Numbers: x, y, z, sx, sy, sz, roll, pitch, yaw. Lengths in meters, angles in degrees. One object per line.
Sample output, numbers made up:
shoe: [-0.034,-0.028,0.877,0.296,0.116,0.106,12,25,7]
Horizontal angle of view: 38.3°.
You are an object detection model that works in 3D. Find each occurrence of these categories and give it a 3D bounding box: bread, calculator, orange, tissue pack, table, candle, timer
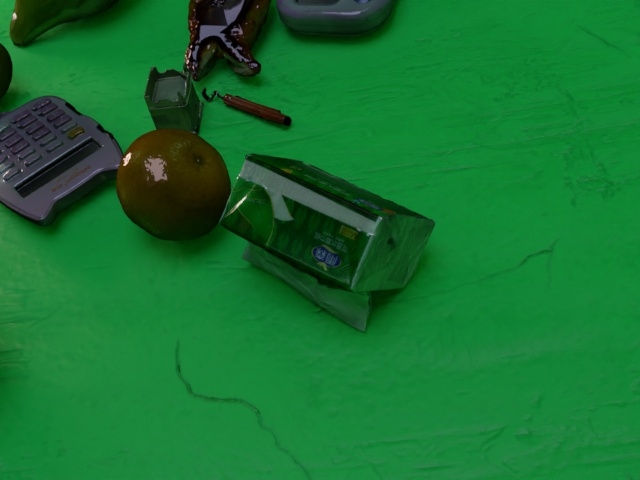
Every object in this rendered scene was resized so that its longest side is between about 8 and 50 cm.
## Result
bread: [-0.147,-0.360,1.504,0.139,0.095,0.269,-2,64,13]
calculator: [-0.422,-0.128,1.398,0.194,0.043,0.294,-38,50,-18]
orange: [-0.199,-0.070,1.236,0.136,0.159,0.159,-37,37,36]
tissue pack: [0.000,0.001,1.137,0.209,0.148,0.156,27,101,29]
table: [-0.220,-0.211,1.391,0.062,0.083,0.079,-6,49,9]
candle: [-0.114,-0.204,1.405,0.167,0.021,0.026,23,32,29]
timer: [0.035,-0.414,1.515,0.191,0.069,0.208,7,54,17]

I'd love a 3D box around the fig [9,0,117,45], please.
fig: [-0.459,-0.457,1.608,0.275,0.206,0.206,-46,53,4]

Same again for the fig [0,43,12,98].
fig: [-0.568,-0.247,1.501,0.133,0.185,0.126,14,14,26]
